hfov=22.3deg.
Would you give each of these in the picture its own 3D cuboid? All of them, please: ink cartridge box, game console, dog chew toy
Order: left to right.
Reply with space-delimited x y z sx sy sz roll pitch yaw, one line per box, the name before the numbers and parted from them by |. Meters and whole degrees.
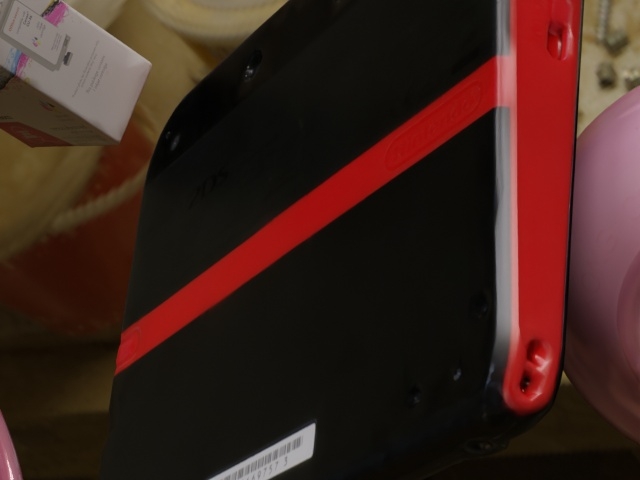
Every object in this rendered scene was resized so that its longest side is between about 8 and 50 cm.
ink cartridge box | -0.225 -0.135 1.068 0.115 0.198 0.067 2 64 49
game console | 0.000 0.000 0.863 0.386 0.060 0.342 -35 42 48
dog chew toy | 0.230 -0.009 0.877 0.206 0.332 0.207 4 107 15

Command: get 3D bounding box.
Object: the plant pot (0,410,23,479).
plant pot | -0.231 0.110 0.545 0.180 0.201 0.201 -36 51 27
